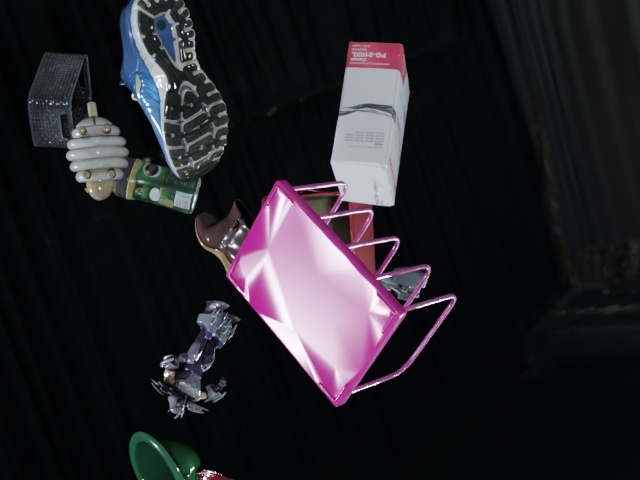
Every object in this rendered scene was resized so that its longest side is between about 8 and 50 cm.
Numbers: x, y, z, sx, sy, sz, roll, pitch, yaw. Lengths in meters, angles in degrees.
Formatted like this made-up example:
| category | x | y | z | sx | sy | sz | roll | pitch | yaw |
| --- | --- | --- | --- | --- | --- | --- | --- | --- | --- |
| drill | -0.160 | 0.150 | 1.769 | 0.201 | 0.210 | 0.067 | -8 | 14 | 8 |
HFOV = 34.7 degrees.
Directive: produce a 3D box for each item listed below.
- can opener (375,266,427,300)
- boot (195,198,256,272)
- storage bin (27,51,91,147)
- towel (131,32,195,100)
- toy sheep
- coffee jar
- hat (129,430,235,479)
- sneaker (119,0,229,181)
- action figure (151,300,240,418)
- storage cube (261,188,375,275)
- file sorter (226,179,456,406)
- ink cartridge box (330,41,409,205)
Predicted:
| category | x | y | z | sx | sy | sz | roll | pitch | yaw |
| --- | --- | --- | --- | --- | --- | --- | --- | --- | --- |
| can opener | 0.134 | 0.079 | 2.598 | 0.283 | 0.095 | 0.076 | 17 | -158 | -17 |
| boot | -0.231 | -0.036 | 2.624 | 0.090 | 0.248 | 0.207 | -14 | 144 | -33 |
| storage bin | -0.508 | -0.275 | 2.004 | 0.084 | 0.122 | 0.180 | 2 | -138 | -3 |
| towel | -0.351 | -0.384 | 2.258 | 0.144 | 0.197 | 0.029 | 18 | -154 | 18 |
| toy sheep | -0.296 | -0.119 | 1.362 | 0.091 | 0.132 | 0.091 | -1 | 180 | 0 |
| coffee jar | -0.362 | -0.123 | 2.268 | 0.184 | 0.079 | 0.096 | 14 | -142 | -4 |
| hat | -0.234 | 0.400 | 1.910 | 0.183 | 0.173 | 0.208 | -29 | 151 | -36 |
| sneaker | -0.259 | -0.262 | 1.754 | 0.129 | 0.330 | 0.147 | -22 | -161 | -29 |
| action figure | -0.285 | 0.284 | 2.391 | 0.099 | 0.185 | 0.285 | 5 | -118 | 38 |
| storage cube | 0.000 | 0.000 | 2.067 | 0.183 | 0.215 | 0.193 | -3 | -177 | 16 |
| file sorter | 0.037 | 0.068 | 1.600 | 0.182 | 0.291 | 0.202 | -11 | 140 | -48 |
| ink cartridge box | 0.091 | -0.202 | 1.801 | 0.100 | 0.237 | 0.172 | 5 | 159 | 11 |
